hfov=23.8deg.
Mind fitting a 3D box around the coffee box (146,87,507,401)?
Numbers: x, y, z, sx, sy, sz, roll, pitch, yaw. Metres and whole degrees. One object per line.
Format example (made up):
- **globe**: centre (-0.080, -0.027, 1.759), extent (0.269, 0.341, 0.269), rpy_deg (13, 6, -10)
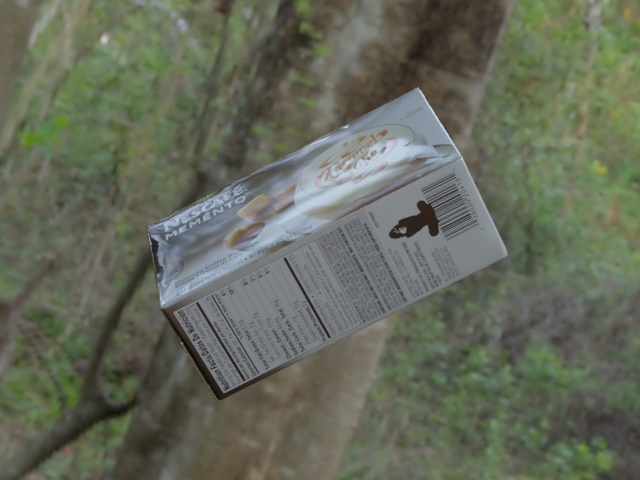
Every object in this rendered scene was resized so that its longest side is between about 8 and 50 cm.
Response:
- **coffee box**: centre (0.000, 0.000, 1.169), extent (0.098, 0.246, 0.141), rpy_deg (61, 5, -28)
